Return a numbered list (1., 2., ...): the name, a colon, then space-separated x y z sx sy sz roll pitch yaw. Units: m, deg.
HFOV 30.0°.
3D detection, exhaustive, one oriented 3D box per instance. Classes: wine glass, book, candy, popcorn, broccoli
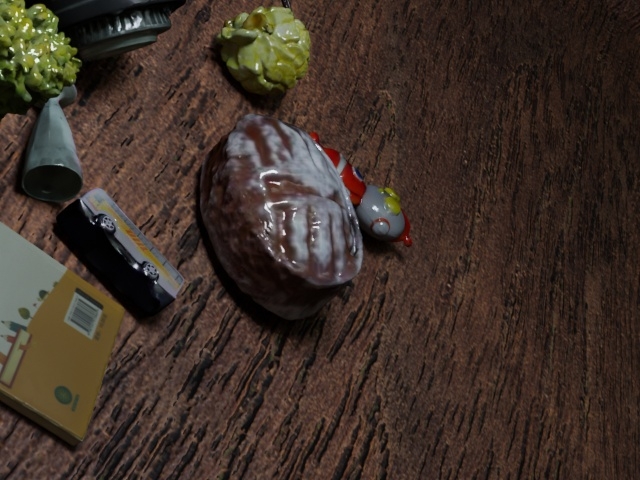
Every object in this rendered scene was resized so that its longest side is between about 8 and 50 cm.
1. wine glass: -0.328 -0.128 1.468 0.073 0.073 0.155 24 45 -38
2. book: -0.355 0.070 1.310 0.295 0.020 0.208 39 37 -23
3. candy: -0.053 -0.040 1.659 0.214 0.157 0.290 -1 60 -41
4. popcorn: -0.082 -0.296 1.867 0.162 0.141 0.136 78 -11 -69
5. broccoli: -0.365 -0.167 1.303 0.180 0.242 0.273 9 57 -46

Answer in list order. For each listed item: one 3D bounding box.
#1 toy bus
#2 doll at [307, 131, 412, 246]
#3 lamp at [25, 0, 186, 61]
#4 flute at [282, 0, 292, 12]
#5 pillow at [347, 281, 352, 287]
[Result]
1. toy bus: -0.244 0.013 1.467 0.172 0.057 0.072 49 28 -11
2. doll: 0.062 -0.072 1.905 0.245 0.076 0.142 40 22 -14
3. lamp: -0.298 -0.374 1.549 0.374 0.205 0.272 56 18 -76
4. flute: -0.071 -0.457 2.128 0.014 0.014 0.270 15 51 -45
5. pillow: 0.001 0.000 1.789 0.090 0.048 0.150 25 46 -42
